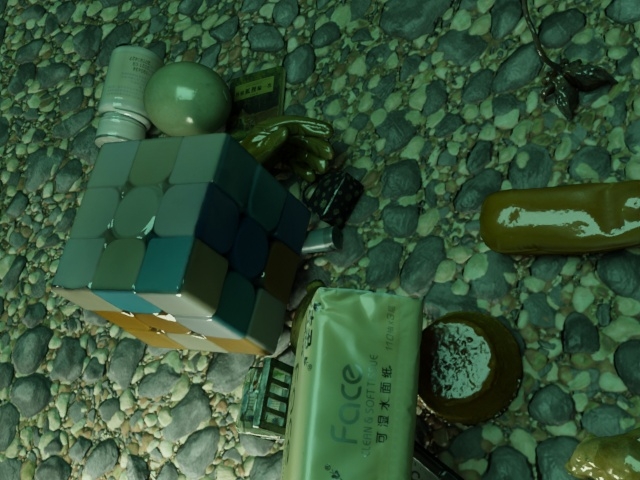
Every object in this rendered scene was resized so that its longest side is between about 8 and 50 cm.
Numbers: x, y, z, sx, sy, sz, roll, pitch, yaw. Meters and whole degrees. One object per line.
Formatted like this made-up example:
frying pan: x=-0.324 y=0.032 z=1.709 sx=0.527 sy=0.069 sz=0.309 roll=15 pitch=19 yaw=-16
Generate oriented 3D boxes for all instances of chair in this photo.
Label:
chair: x=-0.098 y=0.311 z=1.785 sx=0.147 sy=0.270 sz=0.136 roll=0 pitch=72 yaw=30

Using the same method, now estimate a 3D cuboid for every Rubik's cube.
Rubik's cube: x=-0.272 y=0.015 z=1.892 sx=0.347 sy=0.344 sz=0.346 roll=2 pitch=66 yaw=31

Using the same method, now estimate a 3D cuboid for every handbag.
handbag: x=0.012 y=-0.099 z=2.016 sx=0.139 sy=0.072 sz=0.115 roll=22 pitch=82 yaw=48

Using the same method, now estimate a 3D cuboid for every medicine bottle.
medicine bottle: x=-0.490 y=-0.355 z=2.361 sx=0.143 sy=0.143 sz=0.258 roll=-1 pitch=70 yaw=31

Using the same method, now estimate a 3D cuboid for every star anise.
star anise: x=0.455 y=-0.375 z=1.772 sx=0.148 sy=0.227 sz=0.218 roll=-14 pitch=53 yaw=33

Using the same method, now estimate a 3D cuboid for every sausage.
sausage: x=0.471 y=-0.039 z=1.682 sx=0.354 sy=0.116 sz=0.134 roll=-2 pitch=56 yaw=27

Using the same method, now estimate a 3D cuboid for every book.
book: x=-0.159 y=-0.300 z=2.216 sx=0.160 sy=0.024 sz=0.228 roll=-8 pitch=68 yaw=31

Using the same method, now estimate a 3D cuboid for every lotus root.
lotus root: x=0.002 y=0.170 z=1.865 sx=0.138 sy=0.138 sz=0.214 roll=-17 pitch=58 yaw=24

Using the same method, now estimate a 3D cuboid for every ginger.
ginger: x=0.594 y=0.378 z=1.440 sx=0.363 sy=0.122 sz=0.348 roll=-51 pitch=62 yaw=16

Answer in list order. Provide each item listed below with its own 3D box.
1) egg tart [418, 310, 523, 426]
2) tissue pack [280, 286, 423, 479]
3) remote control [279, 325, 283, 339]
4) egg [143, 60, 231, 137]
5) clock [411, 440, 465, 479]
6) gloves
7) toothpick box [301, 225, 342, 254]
egg tart: x=0.251 y=0.227 z=1.670 sx=0.215 sy=0.171 sz=0.215 roll=-4 pitch=79 yaw=19
tissue pack: x=0.046 y=0.312 z=1.580 sx=0.205 sy=0.332 sz=0.405 roll=7 pitch=73 yaw=-6
remote control: x=-0.231 y=0.167 z=2.047 sx=0.335 sy=0.065 sz=0.128 roll=-5 pitch=71 yaw=30
egg: x=-0.322 y=-0.337 z=2.227 sx=0.253 sy=0.186 sz=0.186 roll=12 pitch=77 yaw=37
clock: x=0.158 y=0.527 z=1.681 sx=0.273 sy=0.049 sz=0.279 roll=35 pitch=91 yaw=36
gloves: x=-0.107 y=-0.190 z=2.055 sx=0.331 sy=0.154 sz=0.141 roll=-21 pitch=33 yaw=26
toothpick box: x=0.000 y=0.000 z=1.984 sx=0.083 sy=0.052 sz=0.052 roll=-11 pitch=66 yaw=29
